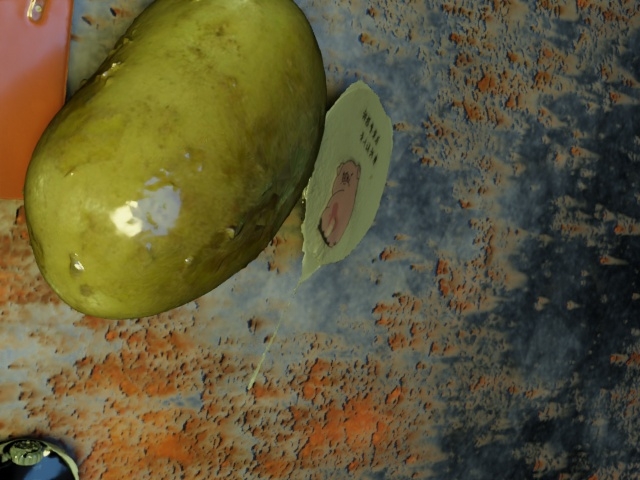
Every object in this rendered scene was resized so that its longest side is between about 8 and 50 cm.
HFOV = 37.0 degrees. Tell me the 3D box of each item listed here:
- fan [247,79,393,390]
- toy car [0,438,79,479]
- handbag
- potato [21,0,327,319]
[{"bbox_3d":[0.001,0.000,0.896,0.310,0.010,0.182,-66,151,-15],"label":"fan"},{"bbox_3d":[-0.295,0.212,0.770,0.205,0.056,0.095,-1,101,-38],"label":"toy car"},{"bbox_3d":[-0.257,-0.128,0.716,0.127,0.063,0.190,1,103,-35],"label":"handbag"},{"bbox_3d":[-0.106,-0.069,0.746,0.307,0.173,0.210,-53,155,-34],"label":"potato"}]
